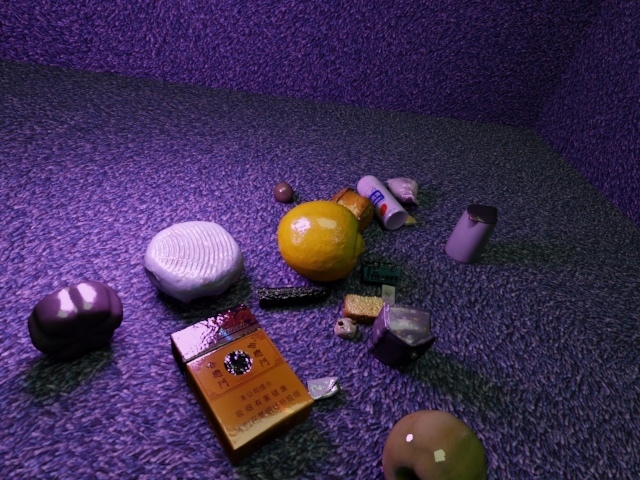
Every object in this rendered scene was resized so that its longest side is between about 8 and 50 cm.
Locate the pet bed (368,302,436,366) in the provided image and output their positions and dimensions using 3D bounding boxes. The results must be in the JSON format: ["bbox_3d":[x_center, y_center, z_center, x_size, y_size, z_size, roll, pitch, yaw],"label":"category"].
[{"bbox_3d":[0.273,0.334,1.380,0.184,0.210,0.159,11,50,-5],"label":"pet bed"}]

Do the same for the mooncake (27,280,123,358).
[{"bbox_3d":[-0.712,0.234,1.200,0.245,0.244,0.133,-19,55,-33],"label":"mooncake"}]

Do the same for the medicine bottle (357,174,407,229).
[{"bbox_3d":[0.301,-0.207,2.071,0.131,0.130,0.340,-8,45,-24],"label":"medicine bottle"}]

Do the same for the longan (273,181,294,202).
[{"bbox_3d":[-0.175,-0.231,1.997,0.119,0.106,0.106,38,26,-36],"label":"longan"}]

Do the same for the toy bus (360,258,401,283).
[{"bbox_3d":[0.244,0.131,1.694,0.161,0.091,0.079,7,11,-9],"label":"toy bus"}]

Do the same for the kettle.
[{"bbox_3d":[0.723,-0.044,1.911,0.241,0.255,0.165,-21,49,-35],"label":"kettle"}]

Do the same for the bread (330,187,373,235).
[{"bbox_3d":[0.133,-0.130,1.898,0.195,0.178,0.340,29,43,16],"label":"bread"}]

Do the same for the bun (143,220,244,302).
[{"bbox_3d":[-0.458,0.083,1.470,0.355,0.194,0.354,10,40,-9],"label":"bun"}]

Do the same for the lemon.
[{"bbox_3d":[0.000,0.000,1.604,0.349,0.347,0.347,8,41,-7],"label":"lemon"}]

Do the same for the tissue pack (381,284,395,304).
[{"bbox_3d":[0.272,0.226,1.645,0.056,0.023,0.108,14,39,0],"label":"tissue pack"}]

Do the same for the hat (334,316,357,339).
[{"bbox_3d":[0.094,0.311,1.472,0.077,0.059,0.076,17,45,-3],"label":"hat"}]

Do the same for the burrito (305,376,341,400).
[{"bbox_3d":[0.010,0.466,1.277,0.118,0.044,0.074,-3,40,-15],"label":"burrito"}]

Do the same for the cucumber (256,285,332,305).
[{"bbox_3d":[-0.093,0.203,1.531,0.301,0.072,0.072,-2,43,-17],"label":"cucumber"}]

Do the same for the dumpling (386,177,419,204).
[{"bbox_3d":[0.466,-0.266,2.213,0.173,0.142,0.247,30,18,-40],"label":"dumpling"}]

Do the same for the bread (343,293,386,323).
[{"bbox_3d":[0.174,0.263,1.546,0.188,0.065,0.103,3,40,-11],"label":"bread"}]

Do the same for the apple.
[{"bbox_3d":[0.302,0.588,1.086,0.280,0.278,0.279,8,41,-7],"label":"apple"}]

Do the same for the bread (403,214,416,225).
[{"bbox_3d":[0.436,-0.102,2.065,0.070,0.035,0.083,-10,39,-26],"label":"bread"}]

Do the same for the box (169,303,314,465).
[{"bbox_3d":[-0.247,0.403,1.223,0.265,0.115,0.415,-20,51,-32],"label":"box"}]
